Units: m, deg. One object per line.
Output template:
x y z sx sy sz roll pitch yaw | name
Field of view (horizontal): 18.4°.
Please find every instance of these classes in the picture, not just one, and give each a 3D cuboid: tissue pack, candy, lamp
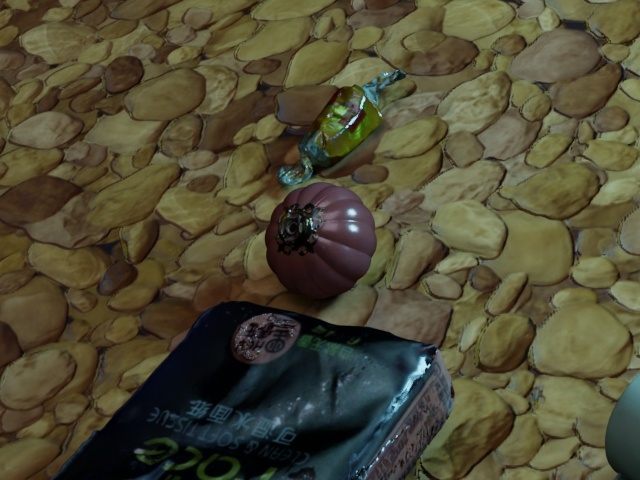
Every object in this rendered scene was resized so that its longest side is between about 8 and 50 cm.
-0.067 0.192 1.572 0.245 0.123 0.332 11 48 37 | tissue pack
0.023 -0.118 1.963 0.053 0.046 0.182 19 55 42 | candy
0.000 0.000 1.795 0.107 0.092 0.107 -11 70 33 | lamp

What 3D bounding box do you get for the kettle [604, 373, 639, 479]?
0.286 0.169 1.458 0.127 0.098 0.148 -33 43 -24 | kettle
